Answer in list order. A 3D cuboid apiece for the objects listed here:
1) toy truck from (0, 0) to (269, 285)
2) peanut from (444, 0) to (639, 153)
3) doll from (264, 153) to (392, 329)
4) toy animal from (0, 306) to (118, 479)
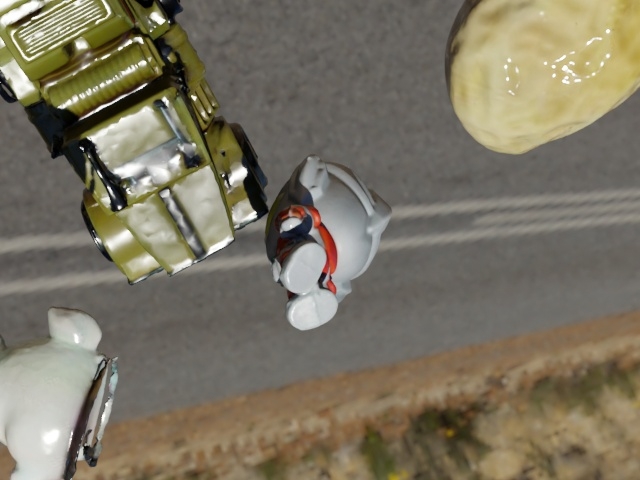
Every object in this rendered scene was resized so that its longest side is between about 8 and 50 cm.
[{"bbox_3d":[-0.129,-0.092,0.876,0.127,0.257,0.127,-28,-153,0],"label":"toy truck"},{"bbox_3d":[0.186,-0.196,0.928,0.149,0.149,0.313,8,114,-57],"label":"peanut"},{"bbox_3d":[0.000,0.000,0.853,0.079,0.094,0.180,-10,-165,12],"label":"doll"},{"bbox_3d":[-0.155,0.059,0.640,0.071,0.124,0.085,-61,167,-67],"label":"toy animal"}]
